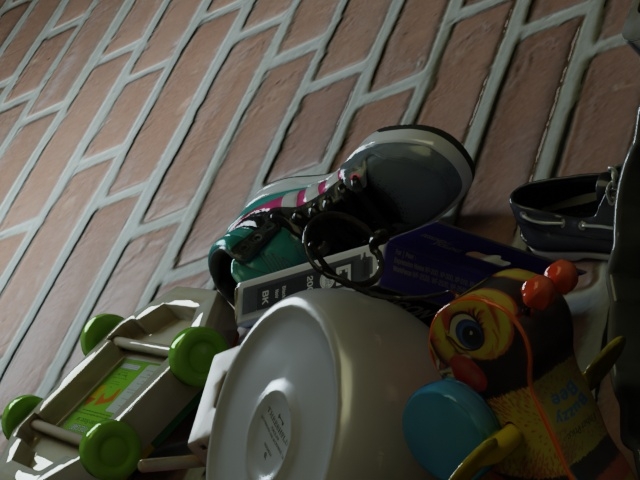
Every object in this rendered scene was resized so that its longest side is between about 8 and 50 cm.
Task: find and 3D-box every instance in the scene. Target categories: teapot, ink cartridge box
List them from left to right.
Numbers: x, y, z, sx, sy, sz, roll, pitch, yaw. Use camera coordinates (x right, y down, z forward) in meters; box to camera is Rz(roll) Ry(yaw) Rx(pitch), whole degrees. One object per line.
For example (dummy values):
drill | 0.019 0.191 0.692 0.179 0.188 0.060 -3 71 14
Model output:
teapot | 0.044 0.164 1.324 0.252 0.187 0.256 -34 47 54
ink cartridge box | 0.075 0.047 1.441 0.208 0.206 0.045 -19 66 38

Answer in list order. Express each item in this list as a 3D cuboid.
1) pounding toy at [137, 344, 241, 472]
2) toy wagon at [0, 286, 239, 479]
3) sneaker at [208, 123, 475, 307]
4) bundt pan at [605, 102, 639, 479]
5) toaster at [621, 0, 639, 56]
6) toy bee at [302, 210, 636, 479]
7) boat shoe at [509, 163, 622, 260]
pounding toy | -0.061 0.165 1.493 0.100 0.130 0.141 -24 31 28
toy wagon | -0.226 0.177 1.721 0.344 0.068 0.267 -47 19 -18
sneaker | 0.000 0.000 1.675 0.295 0.124 0.178 -23 25 45
bundt pan | 0.295 0.019 1.137 0.124 0.331 0.331 4 27 -10
toaster | 0.316 -0.176 1.257 0.168 0.110 0.186 -18 41 52
toy bee | 0.119 0.092 1.158 0.162 0.298 0.195 -38 16 48
boat shoe | 0.243 -0.027 1.482 0.206 0.065 0.075 -8 40 46
